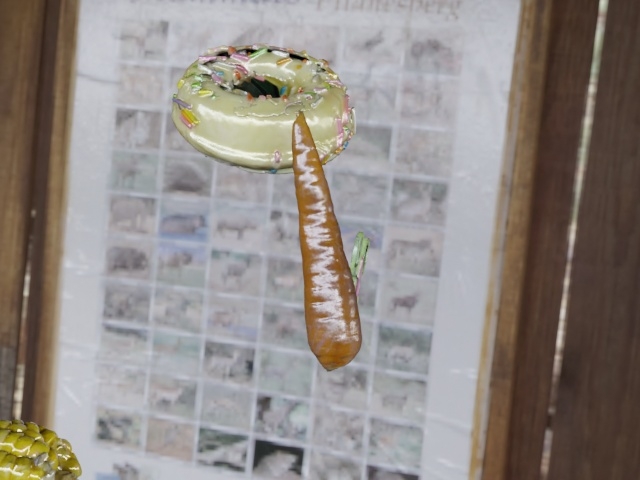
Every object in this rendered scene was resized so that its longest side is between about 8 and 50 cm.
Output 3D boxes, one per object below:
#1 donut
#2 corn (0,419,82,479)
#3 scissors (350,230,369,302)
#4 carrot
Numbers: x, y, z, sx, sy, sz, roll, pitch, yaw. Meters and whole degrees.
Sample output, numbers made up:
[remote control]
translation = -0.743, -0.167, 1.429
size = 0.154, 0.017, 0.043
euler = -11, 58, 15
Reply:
[donut]
translation = -0.051, -0.128, 0.903
size = 0.175, 0.068, 0.174
euler = 4, 38, -3
[corn]
translation = -0.315, 0.169, 0.703
size = 0.292, 0.101, 0.101
euler = 0, 3, 7
[scissors]
translation = 0.044, 0.082, 1.398
size = 0.020, 0.187, 0.133
euler = 11, -2, 10
[carrot]
translation = 0.000, 0.000, 0.808
size = 0.048, 0.216, 0.048
euler = -9, 3, 0
